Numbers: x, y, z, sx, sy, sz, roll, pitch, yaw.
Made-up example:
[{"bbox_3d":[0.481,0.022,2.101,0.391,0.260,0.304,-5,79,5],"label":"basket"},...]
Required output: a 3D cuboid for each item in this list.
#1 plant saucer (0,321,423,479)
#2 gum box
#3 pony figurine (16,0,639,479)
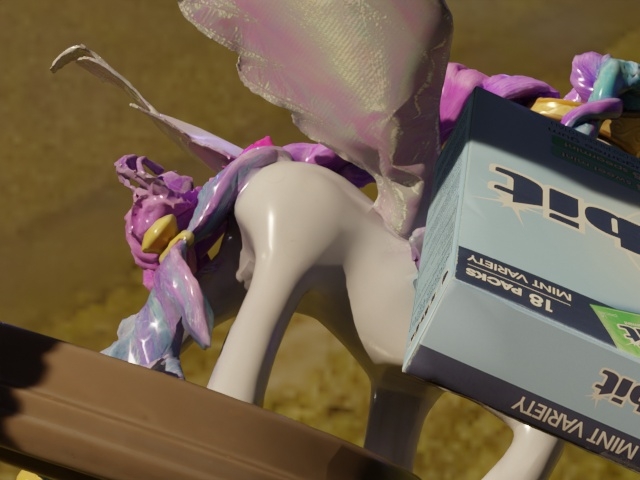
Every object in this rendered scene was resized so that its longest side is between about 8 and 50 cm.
[{"bbox_3d":[-0.078,0.071,0.714,0.277,0.041,0.278,17,-10,3],"label":"plant saucer"},{"bbox_3d":[0.113,0.021,0.697,0.157,0.041,0.184,24,24,-3],"label":"gum box"},{"bbox_3d":[0.000,0.000,1.005,0.351,0.363,0.303,31,-24,-4],"label":"pony figurine"}]
